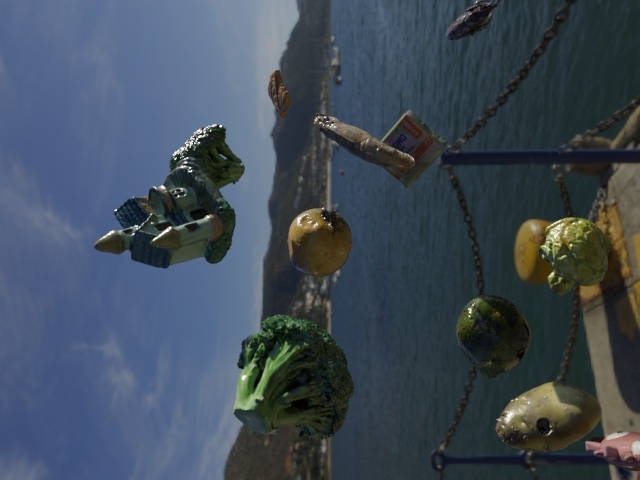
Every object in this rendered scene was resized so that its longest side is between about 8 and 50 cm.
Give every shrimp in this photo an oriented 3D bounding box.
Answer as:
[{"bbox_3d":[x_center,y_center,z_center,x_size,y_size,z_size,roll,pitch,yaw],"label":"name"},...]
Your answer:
[{"bbox_3d":[0.313,-0.447,1.111,0.165,0.065,0.056,-11,110,59],"label":"shrimp"},{"bbox_3d":[0.083,-0.188,1.044,0.126,0.223,0.047,-12,-50,-55],"label":"shrimp"}]

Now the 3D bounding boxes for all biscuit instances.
[{"bbox_3d":[-0.147,-0.499,1.872,0.250,0.035,0.162,-130,33,-65],"label":"biscuit"}]

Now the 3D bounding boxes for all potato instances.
[{"bbox_3d":[0.637,0.502,1.555,0.191,0.297,0.141,-123,19,-66],"label":"potato"}]

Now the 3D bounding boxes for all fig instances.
[{"bbox_3d":[0.296,0.176,0.959,0.123,0.123,0.156,-89,-2,-46],"label":"fig"}]

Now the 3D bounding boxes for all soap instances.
[{"bbox_3d":[0.301,-0.311,1.877,0.199,0.182,0.138,-49,0,28],"label":"soap"}]

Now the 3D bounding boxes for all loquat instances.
[{"bbox_3d":[0.000,0.000,1.865,0.244,0.244,0.243,0,-90,-89],"label":"loquat"}]

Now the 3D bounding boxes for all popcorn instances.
[{"bbox_3d":[0.676,0.047,1.485,0.197,0.198,0.212,-89,10,-49],"label":"popcorn"}]

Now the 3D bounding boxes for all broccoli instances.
[{"bbox_3d":[-0.065,0.318,1.224,0.275,0.308,0.307,-48,-33,-46],"label":"broccoli"},{"bbox_3d":[-0.388,-0.255,1.869,0.261,0.242,0.269,-57,39,32],"label":"broccoli"}]

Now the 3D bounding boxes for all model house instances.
[{"bbox_3d":[-0.429,-0.049,1.443,0.267,0.325,0.194,51,139,25],"label":"model house"}]

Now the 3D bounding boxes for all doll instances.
[{"bbox_3d":[0.785,0.525,1.377,0.262,0.211,0.093,139,129,-75],"label":"doll"}]

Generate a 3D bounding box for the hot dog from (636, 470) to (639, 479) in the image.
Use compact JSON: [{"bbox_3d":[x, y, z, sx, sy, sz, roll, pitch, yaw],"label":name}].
[{"bbox_3d":[0.794,0.533,1.075,0.387,0.267,0.174,78,-145,-69],"label":"hot dog"}]
